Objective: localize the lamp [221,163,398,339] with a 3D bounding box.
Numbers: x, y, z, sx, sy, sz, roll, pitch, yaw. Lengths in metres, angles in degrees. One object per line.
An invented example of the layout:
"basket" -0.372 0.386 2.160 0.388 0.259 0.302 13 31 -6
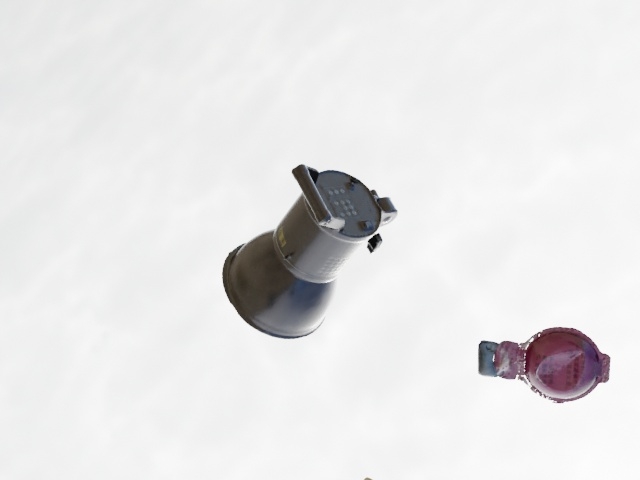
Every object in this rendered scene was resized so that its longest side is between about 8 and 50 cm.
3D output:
"lamp" 0.000 0.000 1.450 0.227 0.172 0.147 -49 -122 43

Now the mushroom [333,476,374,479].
"mushroom" 0.035 0.266 1.171 0.067 0.083 0.083 -47 -158 -23

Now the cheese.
"cheese" 0.246 0.136 1.327 0.145 0.095 0.038 4 -160 14
